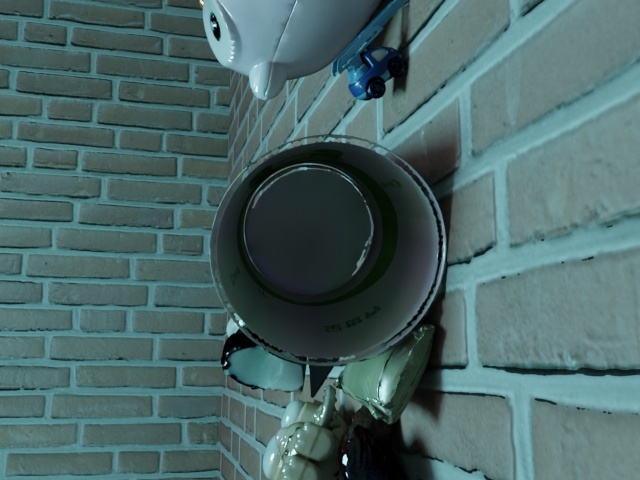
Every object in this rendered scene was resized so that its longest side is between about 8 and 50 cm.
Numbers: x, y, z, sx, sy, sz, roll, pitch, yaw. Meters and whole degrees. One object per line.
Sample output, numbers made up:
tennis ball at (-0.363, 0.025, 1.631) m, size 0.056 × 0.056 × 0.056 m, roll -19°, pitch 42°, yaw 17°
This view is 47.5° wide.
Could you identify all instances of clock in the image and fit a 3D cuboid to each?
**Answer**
clock at (-0.029, -0.411, 1.029) m, size 0.368 × 0.250 × 0.377 m, roll -110°, pitch 33°, yaw -57°

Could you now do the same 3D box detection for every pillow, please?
pillow at (0.073, 0.144, 0.869) m, size 0.119 × 0.053 × 0.208 m, roll -61°, pitch 12°, yaw -7°

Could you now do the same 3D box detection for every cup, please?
cup at (0.000, 0.000, 0.893) m, size 0.274 × 0.253 × 0.253 m, roll -127°, pitch 41°, yaw -83°

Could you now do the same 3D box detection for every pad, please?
pad at (-0.005, 0.112, 1.331) m, size 0.202 × 0.005 × 0.300 m, roll 113°, pitch 156°, yaw -56°

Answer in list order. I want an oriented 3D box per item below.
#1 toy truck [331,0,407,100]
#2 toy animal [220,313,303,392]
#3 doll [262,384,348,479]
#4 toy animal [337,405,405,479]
toy truck at (0.082, -0.247, 0.951) m, size 0.136 × 0.074 × 0.063 m, roll -47°, pitch 14°, yaw -7°
toy animal at (-0.110, 0.206, 1.468) m, size 0.138 × 0.166 × 0.179 m, roll -43°, pitch 26°, yaw 30°
doll at (-0.014, 0.291, 1.025) m, size 0.278 × 0.119 × 0.154 m, roll 101°, pitch -168°, yaw -70°
toy animal at (0.067, 0.284, 0.874) m, size 0.218 × 0.116 × 0.179 m, roll 83°, pitch -149°, yaw -54°
